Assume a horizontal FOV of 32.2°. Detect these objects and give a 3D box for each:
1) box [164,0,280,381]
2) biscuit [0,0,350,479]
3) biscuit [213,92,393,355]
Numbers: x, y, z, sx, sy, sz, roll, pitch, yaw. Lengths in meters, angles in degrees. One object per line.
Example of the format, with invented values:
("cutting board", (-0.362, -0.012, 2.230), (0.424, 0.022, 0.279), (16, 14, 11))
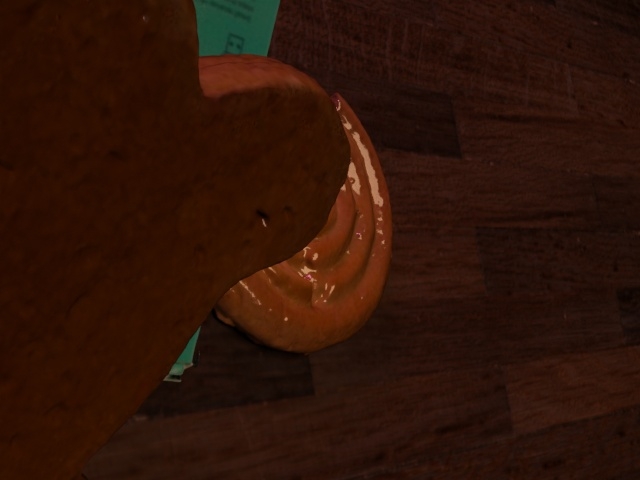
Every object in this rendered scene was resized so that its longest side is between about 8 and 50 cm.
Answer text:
("box", (-0.135, -0.100, 0.524), (0.205, 0.118, 0.311), (11, 93, -45))
("biscuit", (-0.168, 0.071, 0.411), (0.432, 0.064, 0.283), (-56, 147, -5))
("biscuit", (0.001, 0.000, 0.797), (0.144, 0.033, 0.224), (56, 43, -20))
